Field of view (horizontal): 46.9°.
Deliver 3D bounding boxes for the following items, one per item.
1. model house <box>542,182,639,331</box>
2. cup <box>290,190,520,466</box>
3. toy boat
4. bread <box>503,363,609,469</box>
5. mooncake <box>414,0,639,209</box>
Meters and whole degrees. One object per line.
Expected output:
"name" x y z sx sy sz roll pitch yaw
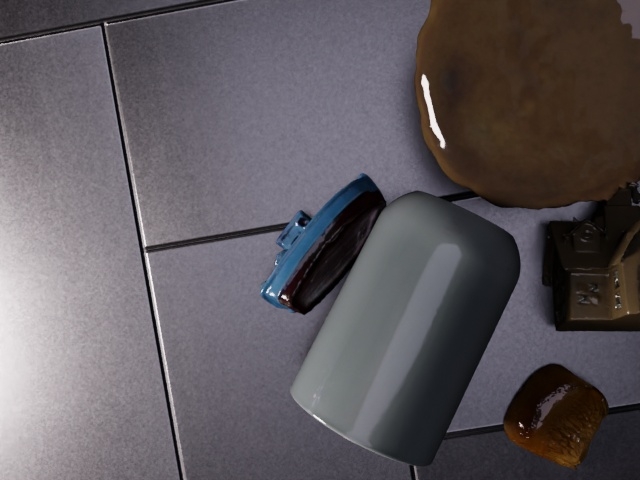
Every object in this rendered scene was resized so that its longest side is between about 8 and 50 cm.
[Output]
"model house" 0.397 -0.012 0.972 0.180 0.176 0.248 -1 75 3
"cup" 0.118 0.106 0.953 0.205 0.205 0.312 27 92 2
"toy boat" 0.000 0.000 1.019 0.097 0.100 0.223 37 87 37
"bread" 0.333 0.246 1.027 0.126 0.044 0.129 30 90 0
"mooncake" 0.281 -0.202 0.908 0.324 0.187 0.324 8 109 22
